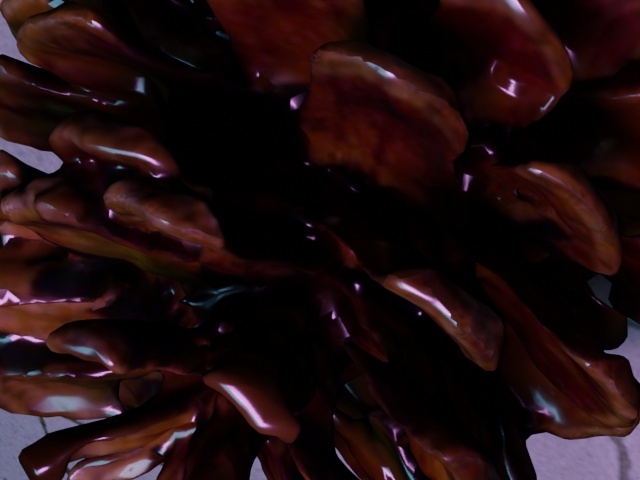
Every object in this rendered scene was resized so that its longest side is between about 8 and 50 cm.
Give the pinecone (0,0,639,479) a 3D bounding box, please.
[{"bbox_3d":[0.000,0.000,0.802,0.397,0.398,0.398,27,140,26],"label":"pinecone"}]
